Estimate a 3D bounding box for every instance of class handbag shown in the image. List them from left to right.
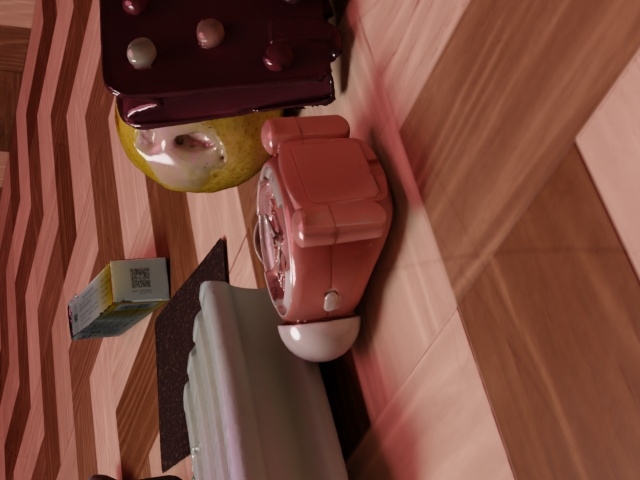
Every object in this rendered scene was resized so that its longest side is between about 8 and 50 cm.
[{"bbox_3d":[-0.091,-0.210,0.976,0.074,0.216,0.203,70,-166,-69],"label":"handbag"}]

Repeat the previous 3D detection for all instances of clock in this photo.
[{"bbox_3d":[0.000,0.000,0.894,0.166,0.092,0.162,-110,23,-43],"label":"clock"}]

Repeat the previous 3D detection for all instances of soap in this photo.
[{"bbox_3d":[-0.051,0.178,0.932,0.289,0.095,0.173,-107,24,-51],"label":"soap"}]

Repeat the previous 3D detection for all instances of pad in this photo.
[{"bbox_3d":[-0.161,0.153,1.360,0.330,0.004,0.220,137,132,-59],"label":"pad"}]

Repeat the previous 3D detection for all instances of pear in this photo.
[{"bbox_3d":[-0.117,-0.134,1.082,0.178,0.178,0.178,-177,90,-68],"label":"pear"}]

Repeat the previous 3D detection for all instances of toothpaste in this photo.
[{"bbox_3d":[-0.301,0.092,1.604,0.313,0.089,0.071,147,116,-62],"label":"toothpaste"}]

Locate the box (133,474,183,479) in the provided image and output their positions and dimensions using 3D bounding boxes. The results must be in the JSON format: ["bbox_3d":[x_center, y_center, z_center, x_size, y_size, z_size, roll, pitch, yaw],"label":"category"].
[{"bbox_3d":[-0.201,0.393,1.154,0.290,0.220,0.166,-125,31,-55],"label":"box"}]

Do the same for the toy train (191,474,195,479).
[{"bbox_3d":[-0.106,0.241,1.159,0.122,0.050,0.081,154,121,-65],"label":"toy train"}]

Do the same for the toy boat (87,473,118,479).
[{"bbox_3d":[-0.338,0.421,1.584,0.155,0.085,0.227,-57,25,-2],"label":"toy boat"}]
